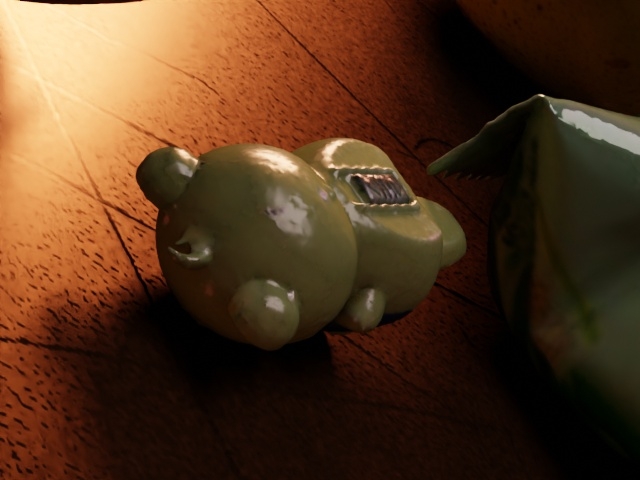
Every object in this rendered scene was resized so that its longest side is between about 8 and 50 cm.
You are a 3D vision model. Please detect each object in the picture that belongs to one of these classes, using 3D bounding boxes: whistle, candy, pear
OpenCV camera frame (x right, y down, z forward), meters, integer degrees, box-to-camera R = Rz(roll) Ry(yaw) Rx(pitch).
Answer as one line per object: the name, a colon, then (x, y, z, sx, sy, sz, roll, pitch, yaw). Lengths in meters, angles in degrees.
whistle: (0.000, 0.000, 0.880, 0.105, 0.085, 0.227, 54, 27, 18)
candy: (0.223, 0.092, 1.033, 0.398, 0.172, 0.263, 64, 22, 11)
pear: (0.229, -0.225, 1.379, 0.294, 0.294, 0.294, 36, 26, -20)

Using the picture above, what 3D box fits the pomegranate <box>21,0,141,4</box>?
pomegranate: (-0.109, -0.241, 0.850, 0.319, 0.319, 0.319, 36, 26, -20)
